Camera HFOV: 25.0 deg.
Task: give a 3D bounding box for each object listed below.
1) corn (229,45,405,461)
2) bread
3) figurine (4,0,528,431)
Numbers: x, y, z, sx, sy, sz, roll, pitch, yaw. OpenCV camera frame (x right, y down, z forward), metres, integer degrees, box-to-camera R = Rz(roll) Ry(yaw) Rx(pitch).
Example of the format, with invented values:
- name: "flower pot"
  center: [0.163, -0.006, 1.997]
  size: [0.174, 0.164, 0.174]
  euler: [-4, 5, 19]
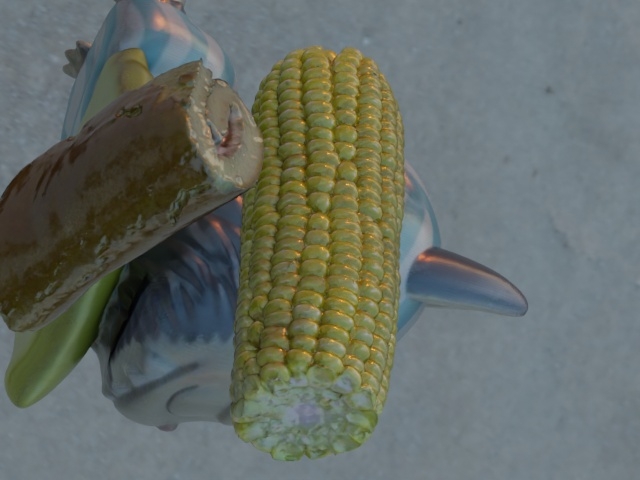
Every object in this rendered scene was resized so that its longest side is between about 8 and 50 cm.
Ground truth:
- name: "corn"
  center: [0.000, 0.000, 0.796]
  size: [0.093, 0.093, 0.244]
  euler: [40, 41, -41]
- name: "bread"
  center: [-0.054, -0.011, 0.376]
  size: [0.083, 0.047, 0.036]
  euler: [-33, 116, 27]
- name: "figurine"
  center: [-0.033, -0.003, 1.149]
  size: [0.377, 0.361, 0.266]
  euler: [19, 135, -21]
